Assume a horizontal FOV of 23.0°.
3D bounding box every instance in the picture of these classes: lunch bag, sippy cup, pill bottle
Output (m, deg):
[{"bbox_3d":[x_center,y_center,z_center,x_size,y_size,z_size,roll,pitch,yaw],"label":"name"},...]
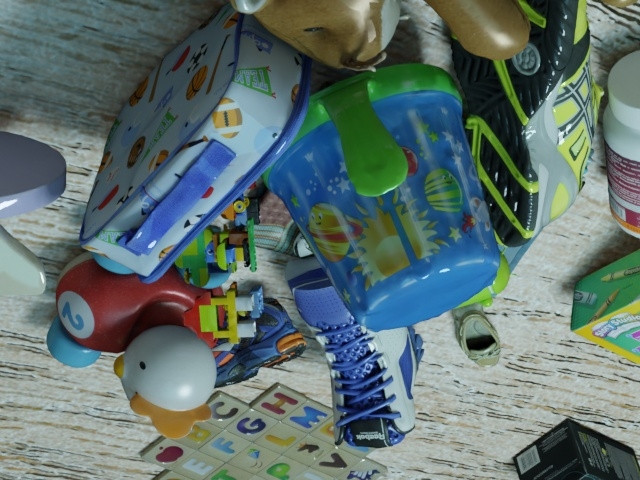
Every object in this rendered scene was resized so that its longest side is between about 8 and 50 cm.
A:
[{"bbox_3d":[-0.130,-0.100,1.628,0.115,0.243,0.303,31,124,-22],"label":"lunch bag"},{"bbox_3d":[0.076,-0.034,1.668,0.305,0.224,0.240,1,149,-48],"label":"sippy cup"},{"bbox_3d":[0.393,-0.111,1.843,0.121,0.121,0.221,-15,138,2],"label":"pill bottle"}]

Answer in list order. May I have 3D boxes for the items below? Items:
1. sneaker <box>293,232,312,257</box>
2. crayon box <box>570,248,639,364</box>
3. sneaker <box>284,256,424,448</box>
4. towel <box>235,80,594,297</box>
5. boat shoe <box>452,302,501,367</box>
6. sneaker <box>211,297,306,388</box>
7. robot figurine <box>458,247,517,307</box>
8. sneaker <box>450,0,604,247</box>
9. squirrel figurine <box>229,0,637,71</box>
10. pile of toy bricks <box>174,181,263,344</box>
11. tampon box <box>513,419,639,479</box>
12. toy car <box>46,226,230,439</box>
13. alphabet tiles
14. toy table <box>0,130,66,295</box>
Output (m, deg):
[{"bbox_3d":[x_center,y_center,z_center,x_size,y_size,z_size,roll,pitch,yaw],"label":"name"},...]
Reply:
[{"bbox_3d":[0.000,0.000,1.880,0.083,0.037,0.032,-37,133,28],"label":"sneaker"},{"bbox_3d":[0.471,0.072,2.006,0.165,0.081,0.278,26,147,-23],"label":"crayon box"},{"bbox_3d":[0.061,0.156,1.978,0.128,0.182,0.315,-11,144,15],"label":"sneaker"},{"bbox_3d":[0.113,-0.049,1.903,0.370,0.040,0.271,12,132,-25],"label":"towel"},{"bbox_3d":[0.212,0.130,2.113,0.056,0.048,0.153,-16,138,3],"label":"boat shoe"},{"bbox_3d":[-0.111,0.136,2.026,0.221,0.087,0.083,-26,166,34],"label":"sneaker"},{"bbox_3d":[0.181,0.045,1.939,0.115,0.067,0.101,-19,125,9],"label":"robot figurine"},{"bbox_3d":[0.238,-0.182,1.739,0.147,0.145,0.384,-30,139,-36],"label":"sneaker"},{"bbox_3d":[0.068,-0.344,1.456,0.371,0.281,0.397,-19,125,22],"label":"squirrel figurine"},{"bbox_3d":[-0.128,0.006,1.808,0.105,0.118,0.212,-2,102,7],"label":"pile of toy bricks"},{"bbox_3d":[0.394,0.361,2.369,0.161,0.101,0.120,27,125,-36],"label":"tampon box"},{"bbox_3d":[-0.205,0.130,1.868,0.210,0.238,0.219,10,133,-23],"label":"toy car"},{"bbox_3d":[-0.077,0.322,2.278,0.285,0.011,0.343,-39,132,26],"label":"alphabet tiles"},{"bbox_3d":[-0.414,-0.014,1.677,0.274,0.252,0.160,6,120,-3],"label":"toy table"}]
